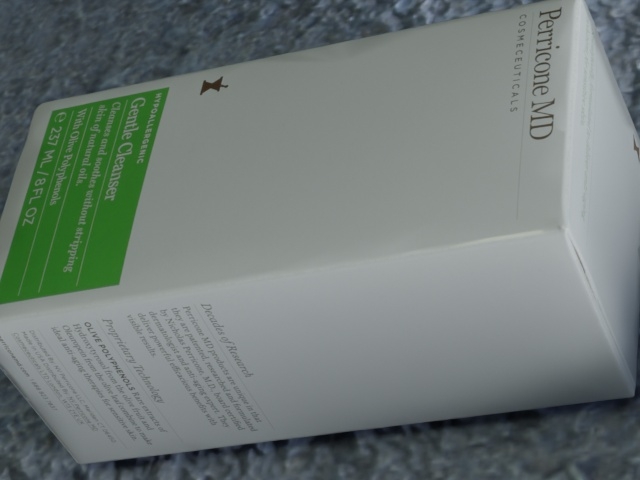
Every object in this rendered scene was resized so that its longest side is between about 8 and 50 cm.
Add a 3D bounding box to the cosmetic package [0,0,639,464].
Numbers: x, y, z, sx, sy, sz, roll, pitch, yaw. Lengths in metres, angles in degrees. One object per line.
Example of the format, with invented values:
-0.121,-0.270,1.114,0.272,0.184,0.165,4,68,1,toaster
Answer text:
0.000,0.000,1.144,0.365,0.155,0.197,-11,45,21,cosmetic package
